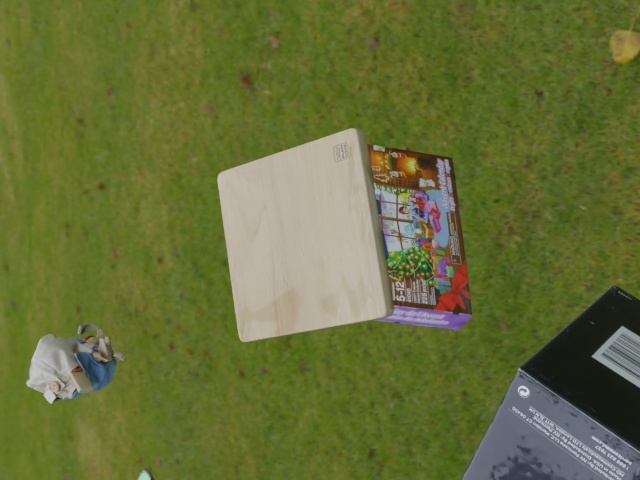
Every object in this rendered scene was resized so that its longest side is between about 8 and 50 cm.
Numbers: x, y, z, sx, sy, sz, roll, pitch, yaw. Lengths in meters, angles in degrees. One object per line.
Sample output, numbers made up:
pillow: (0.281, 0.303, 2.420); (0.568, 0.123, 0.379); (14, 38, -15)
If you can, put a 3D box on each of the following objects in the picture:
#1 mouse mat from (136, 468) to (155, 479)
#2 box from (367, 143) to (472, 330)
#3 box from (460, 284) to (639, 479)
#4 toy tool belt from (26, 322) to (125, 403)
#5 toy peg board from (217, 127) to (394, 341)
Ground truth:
mouse mat: (-0.178, 0.322, 0.819); (0.190, 0.007, 0.152); (16, 81, 64)
box: (0.117, -0.013, 1.303); (0.057, 0.201, 0.293); (117, 156, -55)
box: (0.327, 0.257, 1.068); (0.183, 0.296, 0.294); (34, 125, 26)
toy tool belt: (-0.168, 0.092, 0.613); (0.051, 0.083, 0.052); (18, 99, 16)
toy peg board: (0.000, 0.000, 0.770); (0.161, 0.079, 0.161); (-14, 81, 34)
